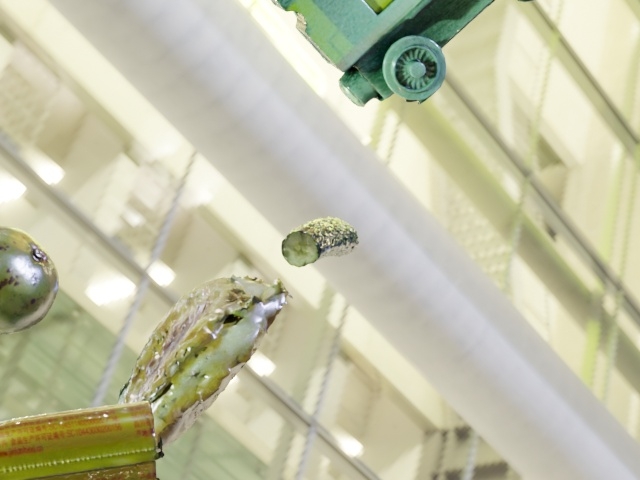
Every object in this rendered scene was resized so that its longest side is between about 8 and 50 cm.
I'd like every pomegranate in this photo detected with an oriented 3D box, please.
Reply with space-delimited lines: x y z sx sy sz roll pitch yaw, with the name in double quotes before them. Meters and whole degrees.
"pomegranate" -0.335 0.049 1.485 0.142 0.114 0.114 -30 -145 19

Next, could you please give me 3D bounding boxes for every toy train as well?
"toy train" 0.073 -0.191 1.041 0.200 0.132 0.083 -44 -166 1

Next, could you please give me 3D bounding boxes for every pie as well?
"pie" -0.185 0.173 2.059 0.354 0.103 0.288 -49 -168 3

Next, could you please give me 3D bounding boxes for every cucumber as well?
"cucumber" -0.001 0.000 1.895 0.058 0.058 0.187 -34 174 16

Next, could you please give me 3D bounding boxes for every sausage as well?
"sausage" -0.348 0.274 1.769 0.317 0.117 0.125 -7 -160 -19
